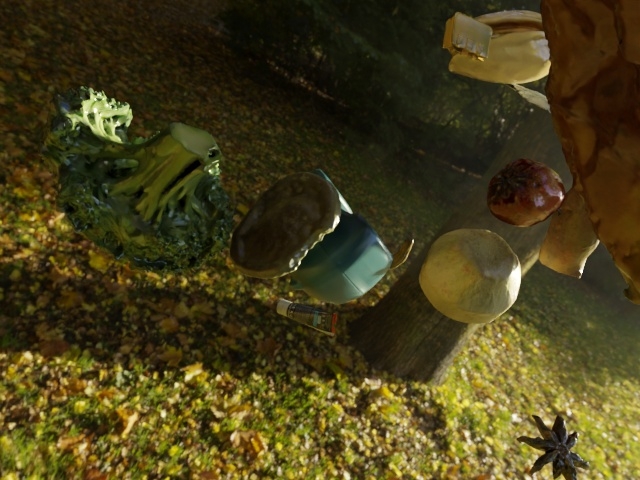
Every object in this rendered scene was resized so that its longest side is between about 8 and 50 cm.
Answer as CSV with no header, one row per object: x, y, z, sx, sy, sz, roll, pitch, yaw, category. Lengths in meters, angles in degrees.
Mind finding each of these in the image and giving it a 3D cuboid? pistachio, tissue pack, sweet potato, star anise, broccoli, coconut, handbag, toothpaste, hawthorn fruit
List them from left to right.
-0.296,-0.123,0.831,0.375,0.302,0.249,49,18,-16,broccoli
-0.037,0.220,1.336,0.194,0.071,0.045,13,17,28,toothpaste
0.000,0.000,1.011,0.287,0.206,0.198,54,5,38,tissue pack
0.305,0.059,1.778,0.053,0.182,0.054,39,37,0,sweet potato
0.256,-0.351,0.799,0.084,0.061,0.027,14,-8,-19,handbag
0.401,0.097,1.250,0.260,0.259,0.259,24,23,-11,coconut
0.481,-0.501,1.218,0.300,0.187,0.187,-1,25,1,pistachio
0.490,-0.101,1.077,0.194,0.156,0.157,20,24,-21,hawthorn fruit
0.452,0.398,0.887,0.141,0.042,0.140,5,58,-7,star anise
0.637,-0.050,1.141,0.131,0.336,0.131,-4,46,4,sweet potato

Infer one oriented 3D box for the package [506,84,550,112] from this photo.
0.619,-0.395,1.302,0.173,0.027,0.171,17,31,-13,package

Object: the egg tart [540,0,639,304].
0.301,-0.099,0.313,0.443,0.178,0.442,-21,90,-78,egg tart

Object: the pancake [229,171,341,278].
-0.072,-0.033,0.859,0.042,0.236,0.222,48,14,-47,pancake
